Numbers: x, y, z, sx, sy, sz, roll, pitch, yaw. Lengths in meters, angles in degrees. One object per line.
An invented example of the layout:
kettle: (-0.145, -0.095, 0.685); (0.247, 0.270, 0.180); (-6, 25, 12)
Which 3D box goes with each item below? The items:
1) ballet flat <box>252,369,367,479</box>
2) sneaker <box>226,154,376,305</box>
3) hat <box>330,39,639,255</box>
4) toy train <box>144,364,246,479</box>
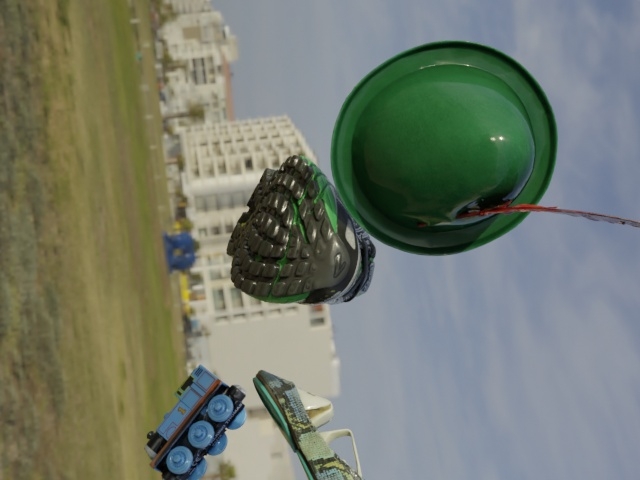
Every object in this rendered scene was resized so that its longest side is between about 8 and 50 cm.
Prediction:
ballet flat: (-0.004, 0.194, 0.959); (0.188, 0.070, 0.070); (56, -23, 38)
sneaker: (0.000, 0.000, 0.952); (0.134, 0.146, 0.343); (-64, -171, 4)
hat: (0.112, -0.051, 0.692); (0.183, 0.209, 0.172); (-93, 161, -74)
toy train: (-0.195, 0.286, 1.493); (0.105, 0.184, 0.080); (34, -10, 30)
